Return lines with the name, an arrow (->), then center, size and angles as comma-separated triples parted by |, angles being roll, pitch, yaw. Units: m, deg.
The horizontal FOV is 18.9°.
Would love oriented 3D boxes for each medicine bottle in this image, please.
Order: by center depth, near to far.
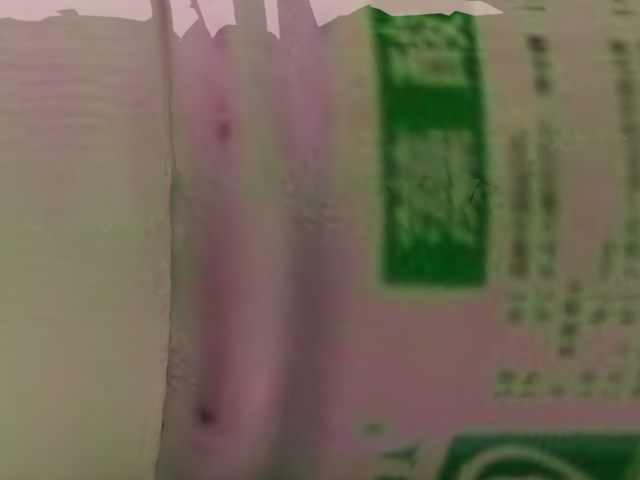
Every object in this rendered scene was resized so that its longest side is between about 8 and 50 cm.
medicine bottle -> 0.020, -0.008, 0.632 | 0.325, 0.212, 0.212 | 1, 4, -12
